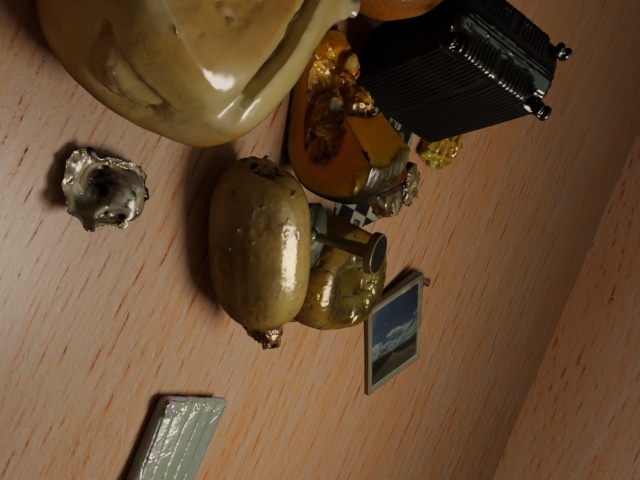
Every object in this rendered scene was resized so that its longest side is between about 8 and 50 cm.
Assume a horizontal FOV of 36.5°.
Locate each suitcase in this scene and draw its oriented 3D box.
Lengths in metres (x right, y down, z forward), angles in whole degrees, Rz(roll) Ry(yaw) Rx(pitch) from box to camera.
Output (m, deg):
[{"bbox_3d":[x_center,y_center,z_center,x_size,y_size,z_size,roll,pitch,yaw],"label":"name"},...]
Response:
[{"bbox_3d":[0.225,-0.295,1.670,0.229,0.335,0.152,32,70,-23],"label":"suitcase"}]

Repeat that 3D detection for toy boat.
[{"bbox_3d":[0.214,0.135,2.269,0.096,0.034,0.122,29,83,-54],"label":"toy boat"}]

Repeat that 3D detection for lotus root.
[{"bbox_3d":[-0.098,0.033,1.535,0.151,0.169,0.343,-31,132,-48],"label":"lotus root"}]

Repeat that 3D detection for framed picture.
[{"bbox_3d":[0.165,0.214,2.226,0.189,0.023,0.260,-30,133,-35],"label":"framed picture"}]

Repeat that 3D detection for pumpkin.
[{"bbox_3d":[0.053,-0.199,1.632,0.139,0.190,0.281,-20,123,-53],"label":"pumpkin"}]

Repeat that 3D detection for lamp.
[{"bbox_3d":[0.000,0.000,1.629,0.121,0.214,0.121,-51,150,-45],"label":"lamp"}]

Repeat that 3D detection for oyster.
[{"bbox_3d":[-0.280,-0.061,1.291,0.165,0.053,0.109,6,76,-52],"label":"oyster"}]

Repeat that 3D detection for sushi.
[{"bbox_3d":[0.135,-0.157,1.933,0.294,0.059,0.292,-23,126,-52],"label":"sushi"}]

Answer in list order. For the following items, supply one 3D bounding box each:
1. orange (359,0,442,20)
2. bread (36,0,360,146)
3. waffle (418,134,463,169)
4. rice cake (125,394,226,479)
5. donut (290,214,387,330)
[{"bbox_3d":[0.112,-0.467,1.505,0.264,0.264,0.264,-37,137,-45],"label":"orange"},{"bbox_3d":[-0.150,-0.322,1.147,0.376,0.252,0.348,-63,145,-16],"label":"bread"},{"bbox_3d":[0.277,-0.289,2.096,0.249,0.056,0.253,-57,150,-23],"label":"waffle"},{"bbox_3d":[-0.246,0.351,1.614,0.189,0.037,0.198,20,89,-61],"label":"rice cake"},{"bbox_3d":[0.021,0.061,1.799,0.261,0.128,0.209,-9,113,-57],"label":"donut"}]
